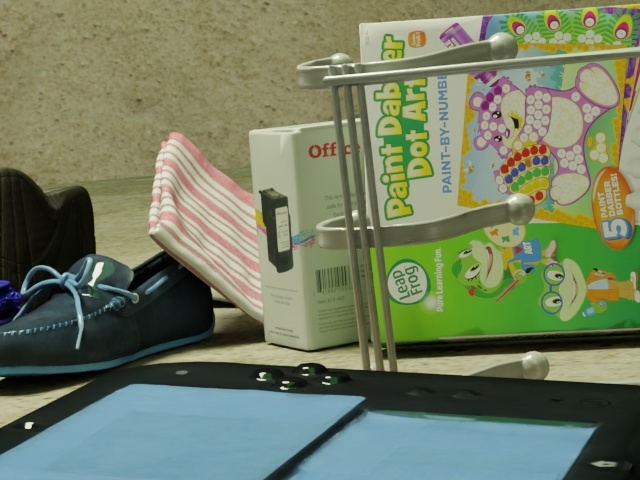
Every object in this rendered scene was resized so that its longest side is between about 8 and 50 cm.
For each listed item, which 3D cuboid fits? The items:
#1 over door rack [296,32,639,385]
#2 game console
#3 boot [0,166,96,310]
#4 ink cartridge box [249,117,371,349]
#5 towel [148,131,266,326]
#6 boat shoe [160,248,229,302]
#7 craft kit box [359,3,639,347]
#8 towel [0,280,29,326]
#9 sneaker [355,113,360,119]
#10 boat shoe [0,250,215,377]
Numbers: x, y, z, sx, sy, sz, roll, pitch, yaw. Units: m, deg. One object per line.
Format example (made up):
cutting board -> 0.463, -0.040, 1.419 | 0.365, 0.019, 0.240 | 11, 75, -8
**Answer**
over door rack -> 0.153, -0.012, 1.256 | 0.324, 0.239, 0.108 | -1, 13, 27
game console -> -0.008, 0.119, 1.005 | 0.342, 0.060, 0.386 | -3, 7, 17
boot -> -0.402, 0.000, 1.932 | 0.284, 0.138, 0.377 | -2, 3, 12
ink cartridge box -> 0.019, -0.010, 1.575 | 0.127, 0.175, 0.072 | -8, 8, -32
towel -> -0.080, -0.010, 1.659 | 0.144, 0.029, 0.197 | 37, 20, -18
boat shoe -> 0.000, 0.000, 1.812 | 0.320, 0.103, 0.118 | -2, 7, 20
craft kit box -> 0.157, -0.049, 1.488 | 0.247, 0.249, 0.061 | -4, -8, 12
towel -> -0.410, 0.074, 1.569 | 0.308, 0.076, 0.228 | -2, 6, 18
sneaker -> 0.133, -0.036, 1.929 | 0.344, 0.146, 0.134 | 2, 38, -15
boat shoe -> -0.184, 0.052, 1.552 | 0.109, 0.089, 0.258 | -1, 7, 27
